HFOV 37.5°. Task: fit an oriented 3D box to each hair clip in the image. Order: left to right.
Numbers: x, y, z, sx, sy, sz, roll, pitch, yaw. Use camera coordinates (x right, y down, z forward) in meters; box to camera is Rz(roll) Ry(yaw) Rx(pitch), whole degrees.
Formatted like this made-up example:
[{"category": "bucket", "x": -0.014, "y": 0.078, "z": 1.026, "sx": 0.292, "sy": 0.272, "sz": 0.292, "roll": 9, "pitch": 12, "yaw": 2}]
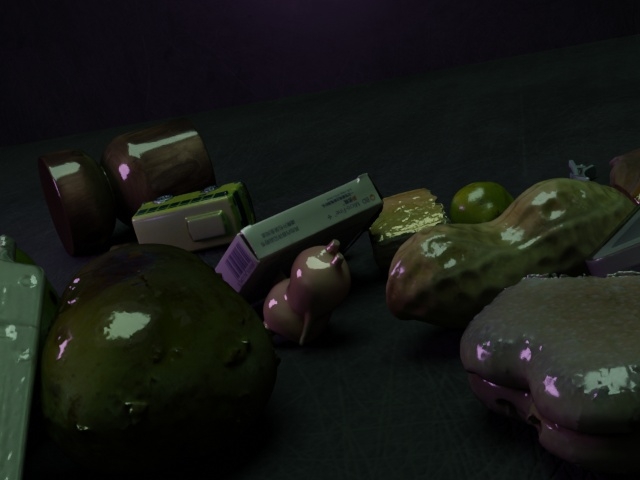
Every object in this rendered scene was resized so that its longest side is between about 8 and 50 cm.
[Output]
[{"category": "hair clip", "x": 0.380, "y": -0.090, "z": 1.349, "sx": 0.039, "sy": 0.030, "sz": 0.115, "roll": -8, "pitch": 17, "yaw": 12}]

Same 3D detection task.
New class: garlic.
[{"category": "garlic", "x": 0.421, "y": -0.075, "z": 1.183, "sx": 0.101, "sy": 0.087, "sz": 0.195, "roll": -23, "pitch": 17, "yaw": 11}]

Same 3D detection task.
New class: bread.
[{"category": "bread", "x": 0.113, "y": -0.009, "z": 1.202, "sx": 0.106, "sy": 0.082, "sz": 0.125, "roll": -22, "pitch": 26, "yaw": 5}, {"category": "bread", "x": 0.262, "y": 0.102, "z": 0.688, "sx": 0.337, "sy": 0.102, "sz": 0.183, "roll": -2, "pitch": 22, "yaw": 25}]

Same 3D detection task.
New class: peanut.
[{"category": "peanut", "x": 0.201, "y": 0.014, "z": 0.954, "sx": 0.298, "sy": 0.136, "sz": 0.120, "roll": -18, "pitch": 27, "yaw": -17}]

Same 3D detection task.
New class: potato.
[{"category": "potato", "x": -0.154, "y": 0.097, "z": 0.872, "sx": 0.210, "sy": 0.173, "sz": 0.307, "roll": -15, "pitch": 20, "yaw": -11}]

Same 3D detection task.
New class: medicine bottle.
[{"category": "medicine bottle", "x": -0.034, "y": 0.013, "z": 1.136, "sx": 0.201, "sy": 0.052, "sz": 0.171, "roll": -26, "pitch": -16, "yaw": -34}]

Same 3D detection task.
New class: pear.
[{"category": "pear", "x": 0.204, "y": -0.035, "z": 1.204, "sx": 0.092, "sy": 0.092, "sz": 0.097, "roll": -21, "pitch": 18, "yaw": -28}]

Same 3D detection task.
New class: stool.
[{"category": "stool", "x": -0.332, "y": -0.096, "z": 1.638, "sx": 0.264, "sy": 0.179, "sz": 0.179, "roll": -19, "pitch": 17, "yaw": -22}]

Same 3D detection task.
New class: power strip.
[{"category": "power strip", "x": -0.279, "y": 0.128, "z": 0.752, "sx": 0.098, "sy": 0.058, "sz": 0.338, "roll": 10, "pitch": 47, "yaw": -19}]

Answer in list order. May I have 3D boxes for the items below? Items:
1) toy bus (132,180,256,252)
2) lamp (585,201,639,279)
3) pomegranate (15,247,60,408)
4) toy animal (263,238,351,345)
[{"category": "toy bus", "x": -0.197, "y": -0.029, "z": 1.479, "sx": 0.175, "sy": 0.088, "sz": 0.101, "roll": -12, "pitch": 18, "yaw": 11}, {"category": "lamp", "x": 0.384, "y": -0.049, "z": 0.817, "sx": 0.269, "sy": 0.047, "sz": 0.266, "roll": -27, "pitch": -1, "yaw": 37}, {"category": "pomegranate", "x": -0.370, "y": 0.131, "z": 0.911, "sx": 0.230, "sy": 0.231, "sz": 0.286, "roll": -10, "pitch": 44, "yaw": 9}, {"category": "toy animal", "x": -0.014, "y": 0.055, "z": 1.018, "sx": 0.150, "sy": 0.089, "sz": 0.083, "roll": -48, "pitch": -8, "yaw": 37}]
